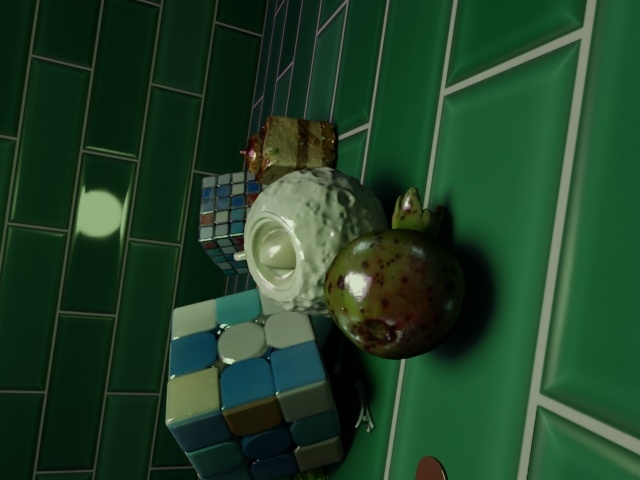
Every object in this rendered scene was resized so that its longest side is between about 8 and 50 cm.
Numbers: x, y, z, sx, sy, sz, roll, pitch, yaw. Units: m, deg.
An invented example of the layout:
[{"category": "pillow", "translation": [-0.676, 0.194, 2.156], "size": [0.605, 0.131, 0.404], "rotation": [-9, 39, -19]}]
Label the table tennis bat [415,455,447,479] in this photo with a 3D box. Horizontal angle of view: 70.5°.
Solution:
[{"category": "table tennis bat", "translation": [0.187, 0.454, 0.777], "size": [0.087, 0.013, 0.156], "rotation": [173, 106, -67]}]

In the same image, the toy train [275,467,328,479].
[{"category": "toy train", "translation": [-0.101, 0.617, 1.239], "size": [0.271, 0.188, 0.159], "rotation": [-105, 31, -51]}]

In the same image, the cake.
[{"category": "cake", "translation": [-0.113, -0.291, 1.485], "size": [0.199, 0.293, 0.196], "rotation": [138, 136, -67]}]

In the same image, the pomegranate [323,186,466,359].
[{"category": "pomegranate", "translation": [0.123, 0.056, 0.802], "size": [0.306, 0.242, 0.242], "rotation": [-90, 20, -45]}]

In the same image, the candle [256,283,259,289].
[{"category": "candle", "translation": [-0.123, 0.199, 1.572], "size": [0.287, 0.131, 0.317], "rotation": [-114, 28, -43]}]

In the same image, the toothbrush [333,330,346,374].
[{"category": "toothbrush", "translation": [0.065, 0.221, 1.190], "size": [0.025, 0.019, 0.275], "rotation": [-146, 65, -74]}]

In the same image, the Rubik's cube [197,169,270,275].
[{"category": "Rubik's cube", "translation": [-0.265, -0.065, 1.683], "size": [0.292, 0.287, 0.293], "rotation": [75, -171, -57]}]

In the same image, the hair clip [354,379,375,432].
[{"category": "hair clip", "translation": [0.091, 0.376, 1.033], "size": [0.115, 0.039, 0.030], "rotation": [-100, 32, -46]}]

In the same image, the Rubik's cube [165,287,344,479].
[{"category": "Rubik's cube", "translation": [-0.158, 0.355, 1.127], "size": [0.347, 0.347, 0.344], "rotation": [-113, 10, -53]}]

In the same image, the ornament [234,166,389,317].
[{"category": "ornament", "translation": [0.000, 0.000, 1.026], "size": [0.337, 0.337, 0.337], "rotation": [-172, 90, -70]}]
